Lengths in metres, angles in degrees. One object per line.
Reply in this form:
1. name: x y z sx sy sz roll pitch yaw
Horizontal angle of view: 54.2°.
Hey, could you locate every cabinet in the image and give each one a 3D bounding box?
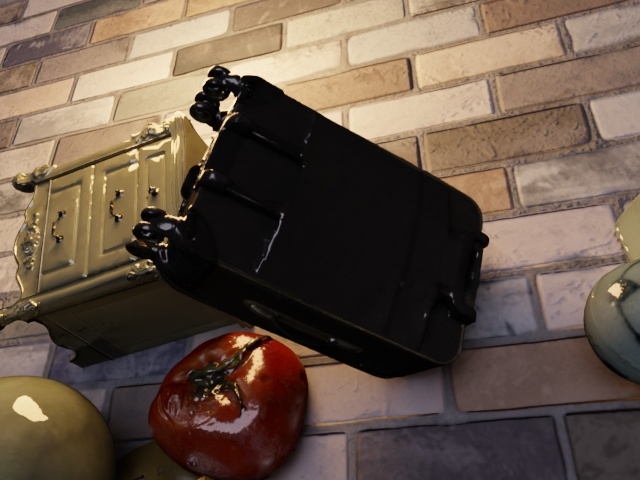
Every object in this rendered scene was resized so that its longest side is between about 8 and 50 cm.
1. cabinet: -0.306 0.009 0.998 0.318 0.227 0.289 -17 56 11

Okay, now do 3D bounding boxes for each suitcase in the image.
1. suitcase: 0.000 0.000 0.805 0.434 0.194 0.283 25 62 -15

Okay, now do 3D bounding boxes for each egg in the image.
1. egg: -0.393 0.302 0.795 0.258 0.258 0.352 -60 18 -20

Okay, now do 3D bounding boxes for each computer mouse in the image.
1. computer mouse: -0.232 0.331 0.860 0.199 0.045 0.102 -24 46 13

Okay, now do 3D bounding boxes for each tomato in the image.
1. tomato: -0.128 0.209 0.848 0.228 0.101 0.227 -8 43 7

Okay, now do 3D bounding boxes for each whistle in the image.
1. whistle: 0.386 0.066 0.748 0.164 0.163 0.289 -15 54 11

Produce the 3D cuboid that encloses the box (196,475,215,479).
1. box: -0.194 0.390 0.753 0.240 0.159 0.071 -34 51 -1
